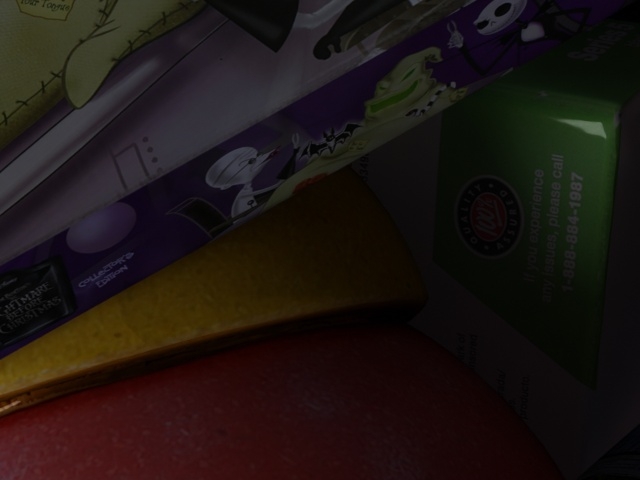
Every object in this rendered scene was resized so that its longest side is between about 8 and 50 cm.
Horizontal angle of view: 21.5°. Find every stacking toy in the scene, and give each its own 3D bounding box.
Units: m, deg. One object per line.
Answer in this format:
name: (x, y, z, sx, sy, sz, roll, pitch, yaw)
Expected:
stacking toy: (-0.054, 0.068, 0.548, 0.350, 0.350, 0.480, -30, 72, 53)

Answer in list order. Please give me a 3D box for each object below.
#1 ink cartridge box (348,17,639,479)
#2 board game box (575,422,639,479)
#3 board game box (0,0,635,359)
ink cartridge box: (0.000, 0.000, 0.688, 0.273, 0.115, 0.198, 13, 117, 24)
board game box: (0.179, 0.076, 0.541, 0.194, 0.194, 0.060, 8, 119, 46)
board game box: (-0.107, -0.071, 0.466, 0.208, 0.347, 0.056, 58, 176, 31)
